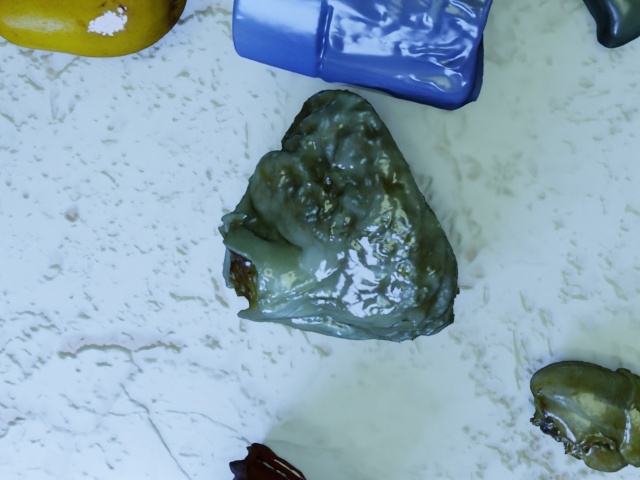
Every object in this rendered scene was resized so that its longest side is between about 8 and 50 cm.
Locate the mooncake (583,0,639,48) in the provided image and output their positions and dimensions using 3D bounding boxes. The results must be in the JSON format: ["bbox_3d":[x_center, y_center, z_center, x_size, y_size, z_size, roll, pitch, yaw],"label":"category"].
[{"bbox_3d":[0.265,-0.270,1.196,0.175,0.104,0.168,15,103,9],"label":"mooncake"}]

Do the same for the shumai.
[{"bbox_3d":[0.002,-0.001,1.208,0.218,0.189,0.256,-26,86,7],"label":"shumai"}]

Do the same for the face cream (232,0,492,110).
[{"bbox_3d":[0.059,-0.259,1.147,0.225,0.249,0.249,14,97,3],"label":"face cream"}]

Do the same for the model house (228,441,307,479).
[{"bbox_3d":[-0.077,0.359,1.246,0.160,0.196,0.254,29,99,2],"label":"model house"}]

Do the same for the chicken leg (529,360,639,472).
[{"bbox_3d":[0.312,0.182,1.244,0.227,0.088,0.103,16,87,-1],"label":"chicken leg"}]

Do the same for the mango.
[{"bbox_3d":[-0.236,-0.249,1.251,0.219,0.112,0.145,-6,97,12],"label":"mango"}]
